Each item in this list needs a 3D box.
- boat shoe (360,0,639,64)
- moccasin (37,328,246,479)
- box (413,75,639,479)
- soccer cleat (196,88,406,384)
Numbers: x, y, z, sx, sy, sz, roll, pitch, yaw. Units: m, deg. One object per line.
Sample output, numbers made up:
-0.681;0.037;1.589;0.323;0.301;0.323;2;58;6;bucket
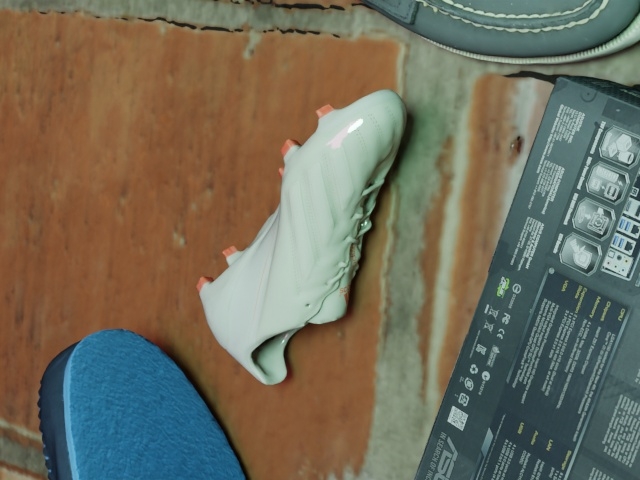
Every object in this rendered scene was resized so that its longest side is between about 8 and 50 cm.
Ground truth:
0.024;-0.168;0.660;0.319;0.099;0.116;31;113;36;boat shoe
-0.100;0.225;0.769;0.117;0.138;0.342;-34;70;42;moccasin
0.154;0.064;0.586;0.183;0.059;0.232;29;110;37;box
0.000;0.000;0.718;0.076;0.068;0.196;53;130;20;soccer cleat
